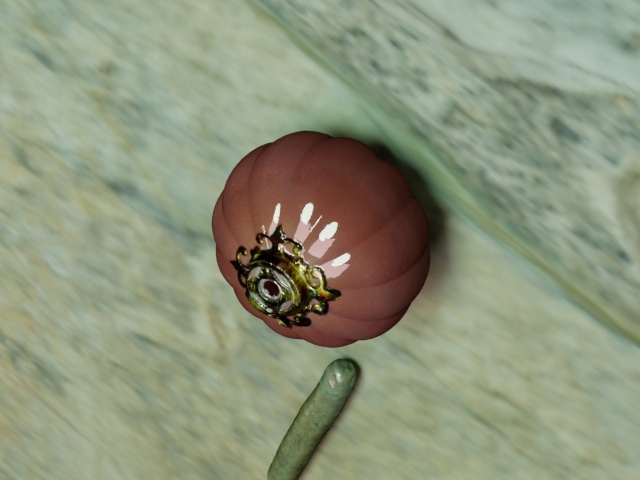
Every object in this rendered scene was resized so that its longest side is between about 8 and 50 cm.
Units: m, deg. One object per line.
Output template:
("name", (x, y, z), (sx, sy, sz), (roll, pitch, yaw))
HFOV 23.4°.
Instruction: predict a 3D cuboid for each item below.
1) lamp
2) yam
("lamp", (0.000, 0.000, 0.732), (0.107, 0.092, 0.107), (18, 127, 25))
("yam", (-0.005, 0.103, 0.861), (0.021, 0.021, 0.116), (37, 136, 10))
